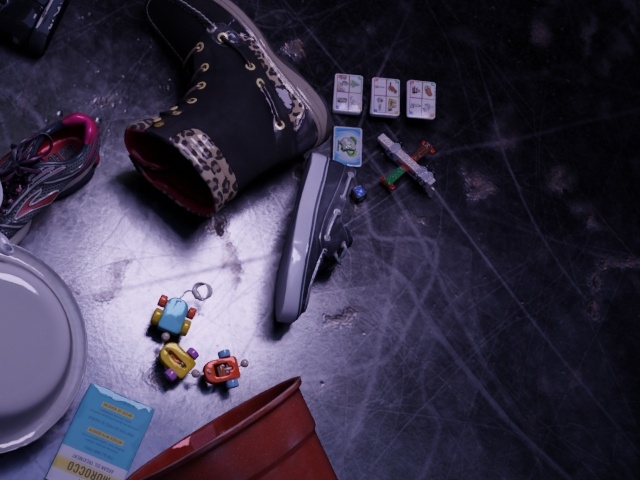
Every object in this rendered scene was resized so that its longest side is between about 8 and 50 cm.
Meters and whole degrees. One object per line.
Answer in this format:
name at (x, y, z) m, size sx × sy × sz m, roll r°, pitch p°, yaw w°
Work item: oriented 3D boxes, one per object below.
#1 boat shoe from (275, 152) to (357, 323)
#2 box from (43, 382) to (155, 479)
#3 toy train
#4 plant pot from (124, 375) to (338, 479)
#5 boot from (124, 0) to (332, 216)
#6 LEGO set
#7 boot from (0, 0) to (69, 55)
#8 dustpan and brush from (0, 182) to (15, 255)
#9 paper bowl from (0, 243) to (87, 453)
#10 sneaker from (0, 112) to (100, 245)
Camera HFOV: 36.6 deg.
boat shoe at (0.000, 0.000, 1.530) m, size 0.102 × 0.108 × 0.301 m, roll 17°, pitch 57°, yaw -7°
box at (-0.320, 0.325, 1.306) m, size 0.101 × 0.060 × 0.244 m, roll 25°, pitch 62°, yaw -8°
toy train at (-0.186, 0.151, 1.436) m, size 0.125 × 0.046 × 0.166 m, roll -15°, pitch 77°, yaw -25°
plant pot at (-0.077, 0.362, 1.274) m, size 0.272 × 0.272 × 0.265 m, roll -30°, pitch 88°, yaw -27°
boot at (-0.195, -0.226, 1.513) m, size 0.377 × 0.138 × 0.284 m, roll 45°, pitch 53°, yaw 1°
LEGO set at (0.109, -0.169, 1.682) m, size 0.183 × 0.060 × 0.244 m, roll 4°, pitch 65°, yaw -4°
boot at (-0.497, -0.434, 1.544) m, size 0.207 × 0.094 × 0.246 m, roll 24°, pitch 69°, yaw -13°
dustpan and brush at (-0.469, -0.044, 1.285) m, size 0.211 × 0.060 × 0.147 m, roll 29°, pitch 44°, yaw 36°
paper bowl at (-0.441, 0.137, 1.254) m, size 0.284 × 0.148 × 0.284 m, roll 10°, pitch 71°, yaw -32°
sneaker at (-0.445, -0.084, 1.406) m, size 0.121 × 0.112 × 0.299 m, roll 41°, pitch 63°, yaw 0°
